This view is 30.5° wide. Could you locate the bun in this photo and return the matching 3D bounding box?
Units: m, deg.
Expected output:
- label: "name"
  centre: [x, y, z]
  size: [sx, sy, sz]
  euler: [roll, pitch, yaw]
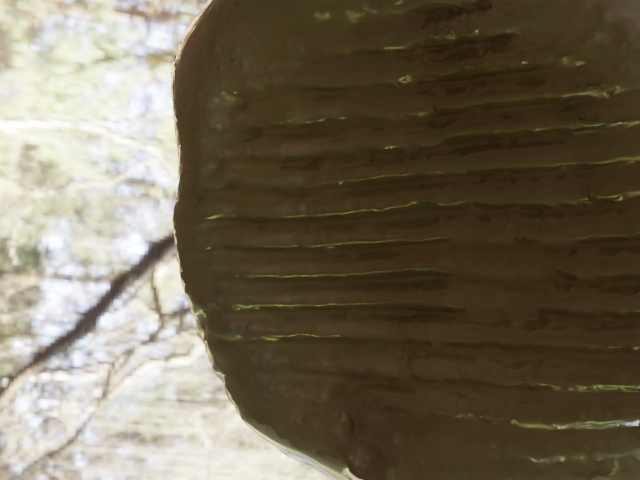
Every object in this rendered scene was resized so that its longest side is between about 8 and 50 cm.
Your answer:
- label: "bun"
  centre: [0.060, -0.019, 0.391]
  size: [0.231, 0.133, 0.231]
  euler: [11, -68, 29]
